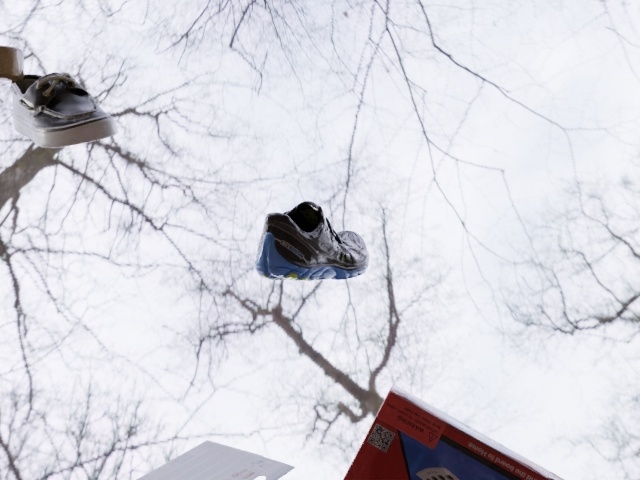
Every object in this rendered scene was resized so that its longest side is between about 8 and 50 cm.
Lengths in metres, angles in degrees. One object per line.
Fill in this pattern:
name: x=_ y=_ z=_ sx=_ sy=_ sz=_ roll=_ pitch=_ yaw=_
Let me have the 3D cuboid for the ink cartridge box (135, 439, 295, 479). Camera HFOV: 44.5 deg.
ink cartridge box: x=-0.144 y=0.339 z=1.084 sx=0.179 sy=0.145 sz=0.045 roll=6 pitch=-74 yaw=38

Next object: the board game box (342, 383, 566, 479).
board game box: x=0.143 y=0.237 z=0.569 sx=0.281 sy=0.027 sz=0.145 roll=28 pitch=-80 yaw=9

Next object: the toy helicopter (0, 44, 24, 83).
toy helicopter: x=-0.422 y=-0.168 z=0.699 sx=0.234 sy=0.355 sz=0.140 roll=0 pitch=-83 yaw=38

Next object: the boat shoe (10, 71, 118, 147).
boat shoe: x=-0.299 y=-0.150 z=0.877 sx=0.077 sy=0.219 sz=0.070 roll=-23 pitch=-63 yaw=-35

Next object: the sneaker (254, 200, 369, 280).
sneaker: x=0.000 y=0.000 z=0.792 sx=0.067 sy=0.188 sz=0.078 roll=5 pitch=-88 yaw=28
